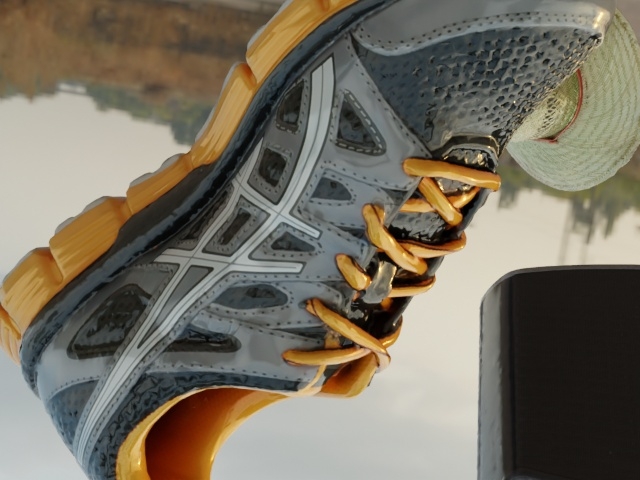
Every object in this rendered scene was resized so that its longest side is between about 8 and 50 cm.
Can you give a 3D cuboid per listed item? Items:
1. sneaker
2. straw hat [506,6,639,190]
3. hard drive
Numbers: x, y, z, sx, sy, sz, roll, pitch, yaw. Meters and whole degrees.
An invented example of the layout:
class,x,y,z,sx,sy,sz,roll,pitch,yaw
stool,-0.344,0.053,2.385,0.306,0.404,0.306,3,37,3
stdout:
class,x,y,z,sx,sy,sz,roll,pitch,yaw
sneaker,0.000,0.000,0.355,0.084,0.215,0.083,9,-132,-52
straw hat,0.121,-0.088,0.769,0.061,0.144,0.144,-20,-159,-31
hard drive,0.205,0.086,0.625,0.255,0.054,0.172,6,-133,2
